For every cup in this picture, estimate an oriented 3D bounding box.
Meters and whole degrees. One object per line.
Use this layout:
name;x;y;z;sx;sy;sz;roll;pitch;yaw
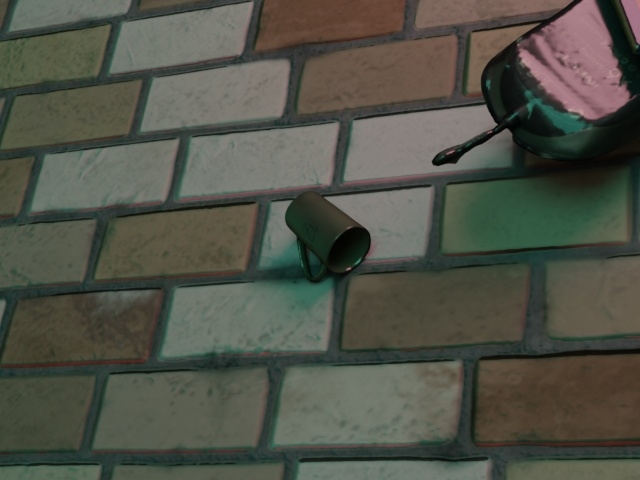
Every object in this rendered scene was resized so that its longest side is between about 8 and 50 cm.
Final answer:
cup;0.005;-0.002;1.278;0.054;0.075;0.083;-15;39;-33

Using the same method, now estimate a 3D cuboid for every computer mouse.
computer mouse;0.265;-0.159;1.213;0.379;0.090;0.167;-31;59;-10

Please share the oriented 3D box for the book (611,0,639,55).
book;0.425;-0.275;1.205;0.322;0.018;0.228;-6;54;-7
